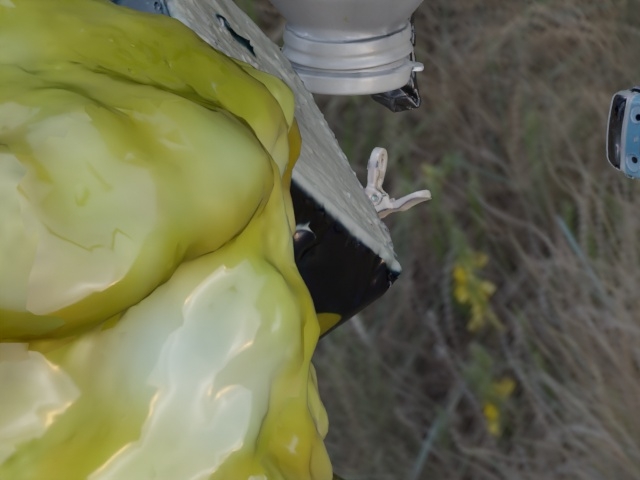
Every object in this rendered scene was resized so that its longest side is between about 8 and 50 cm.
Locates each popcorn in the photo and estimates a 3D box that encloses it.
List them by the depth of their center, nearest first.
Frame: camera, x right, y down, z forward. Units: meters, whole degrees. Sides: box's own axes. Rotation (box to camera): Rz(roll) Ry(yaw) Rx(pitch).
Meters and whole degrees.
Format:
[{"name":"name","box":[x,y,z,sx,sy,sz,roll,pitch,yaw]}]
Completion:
[{"name":"popcorn","box":[-0.139,0.042,0.584,0.292,0.334,0.293,-12,53,1]}]

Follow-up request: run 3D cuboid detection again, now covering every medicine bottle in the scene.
[{"name":"medicine bottle","box":[0.018,-0.216,1.325,0.135,0.135,0.215,7,109,24]}]

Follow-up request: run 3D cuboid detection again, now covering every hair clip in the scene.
[{"name":"hair clip","box":[0.000,0.000,1.803,0.226,0.034,0.072,-39,76,14]}]

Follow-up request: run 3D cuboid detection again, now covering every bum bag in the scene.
[{"name":"bum bag","box":[0.070,-0.187,1.859,0.058,0.034,0.124,4,103,25]}]

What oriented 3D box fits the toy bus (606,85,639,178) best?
[{"name":"toy bus","box":[0.238,-0.072,1.220,0.075,0.123,0.060,21,114,49]}]

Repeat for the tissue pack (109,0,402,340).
[{"name":"tissue pack","box":[-0.201,0.017,1.180,0.416,0.264,0.253,-35,55,10]}]

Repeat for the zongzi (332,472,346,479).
[{"name":"zongzi","box":[-0.047,0.168,1.629,0.256,0.115,0.228,-21,32,31]}]
